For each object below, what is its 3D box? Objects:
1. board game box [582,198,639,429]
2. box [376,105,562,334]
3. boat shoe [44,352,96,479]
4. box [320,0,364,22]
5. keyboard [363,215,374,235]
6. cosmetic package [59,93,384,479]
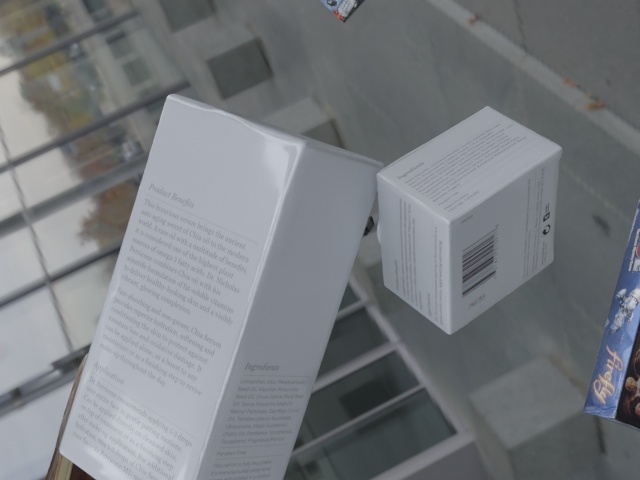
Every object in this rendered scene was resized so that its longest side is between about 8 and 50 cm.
[{"bbox_3d":[0.384,0.095,1.202,0.165,0.243,0.042,22,171,-40],"label":"board game box"},{"bbox_3d":[0.169,-0.024,1.225,0.119,0.182,0.181,38,148,37],"label":"box"},{"bbox_3d":[-0.334,0.336,1.588,0.123,0.123,0.342,128,156,-50],"label":"boat shoe"},{"bbox_3d":[0.033,-0.362,1.442,0.094,0.027,0.137,43,150,-7],"label":"box"},{"bbox_3d":[0.000,0.000,1.749,0.108,0.180,0.023,-63,-45,-73],"label":"keyboard"},{"bbox_3d":[-0.120,0.083,1.251,0.230,0.453,0.161,23,-172,38],"label":"cosmetic package"}]
